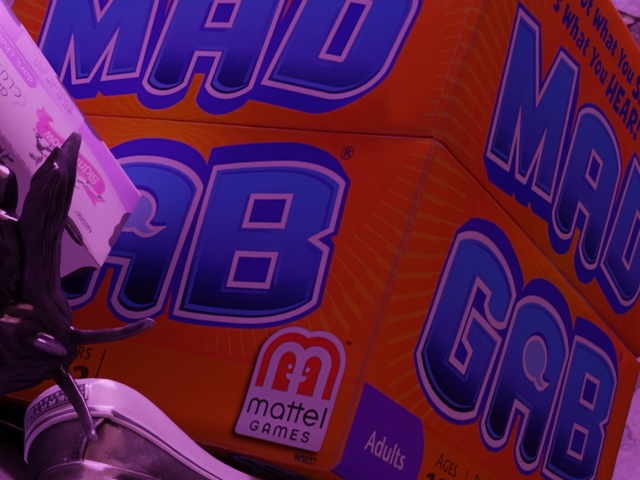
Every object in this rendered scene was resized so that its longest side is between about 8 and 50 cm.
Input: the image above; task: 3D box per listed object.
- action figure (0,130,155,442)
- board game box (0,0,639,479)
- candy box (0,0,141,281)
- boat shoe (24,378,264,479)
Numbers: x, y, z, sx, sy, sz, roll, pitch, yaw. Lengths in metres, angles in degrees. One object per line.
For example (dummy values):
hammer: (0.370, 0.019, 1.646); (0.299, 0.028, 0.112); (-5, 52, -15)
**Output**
action figure: (-0.193, 0.004, 0.563); (0.275, 0.164, 0.141); (24, -2, 8)
board game box: (0.000, 0.000, 0.904); (0.356, 0.356, 0.356); (7, -19, 34)
candy box: (-0.222, -0.038, 0.693); (0.196, 0.070, 0.165); (-19, -62, 26)
boat shoe: (-0.057, 0.147, 0.626); (0.219, 0.077, 0.070); (40, 23, -38)
